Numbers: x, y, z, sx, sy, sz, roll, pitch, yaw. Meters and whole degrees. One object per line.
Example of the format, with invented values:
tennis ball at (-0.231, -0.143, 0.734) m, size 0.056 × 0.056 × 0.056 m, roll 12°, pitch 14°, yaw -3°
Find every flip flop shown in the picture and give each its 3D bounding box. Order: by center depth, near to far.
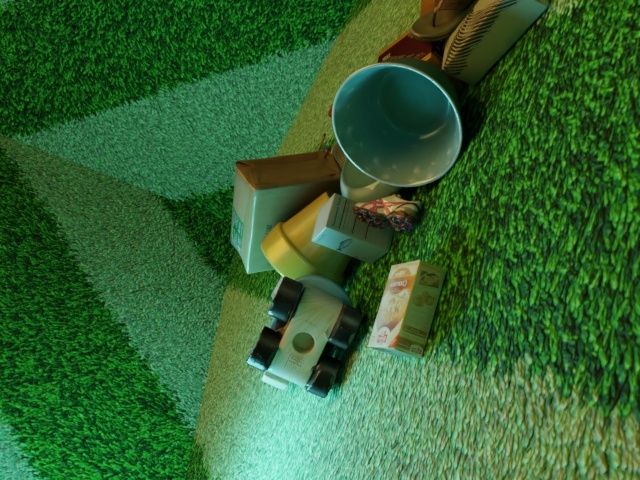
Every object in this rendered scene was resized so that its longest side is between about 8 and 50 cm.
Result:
flip flop at (0.326, -0.570, 1.692) m, size 0.277 × 0.080 × 0.112 m, roll -35°, pitch 46°, yaw 2°

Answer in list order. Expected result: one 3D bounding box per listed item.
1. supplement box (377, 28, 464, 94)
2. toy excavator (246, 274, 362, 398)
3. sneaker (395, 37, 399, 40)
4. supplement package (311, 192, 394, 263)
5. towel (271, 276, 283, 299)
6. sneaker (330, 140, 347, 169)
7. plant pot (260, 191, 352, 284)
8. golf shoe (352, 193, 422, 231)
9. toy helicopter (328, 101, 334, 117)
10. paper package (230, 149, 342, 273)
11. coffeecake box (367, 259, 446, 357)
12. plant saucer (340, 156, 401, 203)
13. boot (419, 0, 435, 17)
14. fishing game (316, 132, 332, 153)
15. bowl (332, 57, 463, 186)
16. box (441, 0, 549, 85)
supplement box at (0.250, -0.429, 1.804) m, size 0.191 × 0.129 × 0.194 m, roll -30°, pitch 36°, yaw 38°
toy excavator at (-0.056, 0.276, 1.963) m, size 0.445 × 0.222 × 0.432 m, roll -68°, pitch 2°, yaw -77°
sneaker at (0.233, -0.519, 2.180) m, size 0.080 × 0.094 × 0.212 m, roll -32°, pitch 39°, yaw 65°
supplement package at (0.085, -0.028, 1.835) m, size 0.105 × 0.179 × 0.105 m, roll 136°, pitch 152°, yaw -60°
towel at (-0.082, 0.118, 2.519) m, size 0.316 × 0.053 × 0.332 m, roll -66°, pitch 15°, yaw 11°
sneaker at (0.062, -0.217, 2.379) m, size 0.161 × 0.102 × 0.282 m, roll 106°, pitch -176°, yaw -52°
plant pot at (0.000, 0.000, 2.031) m, size 0.239 × 0.254 × 0.254 m, roll -49°, pitch 18°, yaw 13°
golf shoe at (0.164, -0.073, 1.736) m, size 0.186 × 0.067 × 0.086 m, roll 11°, pitch 59°, yaw 39°
toy helicopter at (0.170, -0.478, 2.296) m, size 0.355 × 0.140 × 0.235 m, roll -54°, pitch 15°, yaw 19°
paper package at (-0.107, -0.090, 2.190) m, size 0.168 × 0.310 × 0.324 m, roll -122°, pitch 31°, yaw -44°
coffeecake box at (0.176, 0.143, 1.474) m, size 0.142 × 0.068 × 0.185 m, roll 160°, pitch 130°, yaw -70°
plant saucer at (0.162, -0.227, 1.890) m, size 0.318 × 0.044 × 0.317 m, roll -35°, pitch 33°, yaw 27°
boot at (0.294, -0.627, 1.880) m, size 0.295 × 0.104 × 0.211 m, roll -27°, pitch 87°, yaw 57°
fishing game at (0.013, -0.228, 2.397) m, size 0.264 × 0.041 × 0.189 m, roll 70°, pitch -146°, yaw -53°
bowl at (0.198, -0.296, 1.664) m, size 0.311 × 0.312 × 0.163 m, roll -55°, pitch 0°, yaw 44°
box at (0.378, -0.471, 1.563) m, size 0.275 × 0.094 × 0.113 m, roll 130°, pitch 158°, yaw -54°
